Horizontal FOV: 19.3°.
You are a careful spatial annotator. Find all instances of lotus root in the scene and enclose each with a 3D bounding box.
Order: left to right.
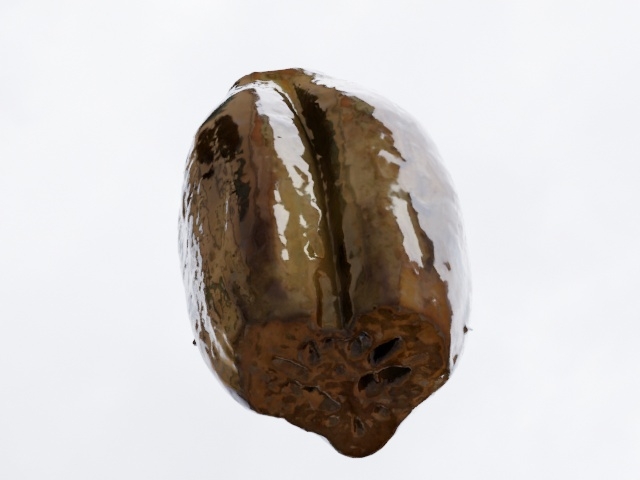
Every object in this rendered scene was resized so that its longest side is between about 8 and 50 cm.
[{"bbox_3d":[0.002,-0.007,1.246,0.193,0.193,0.291,-41,-143,21],"label":"lotus root"}]
